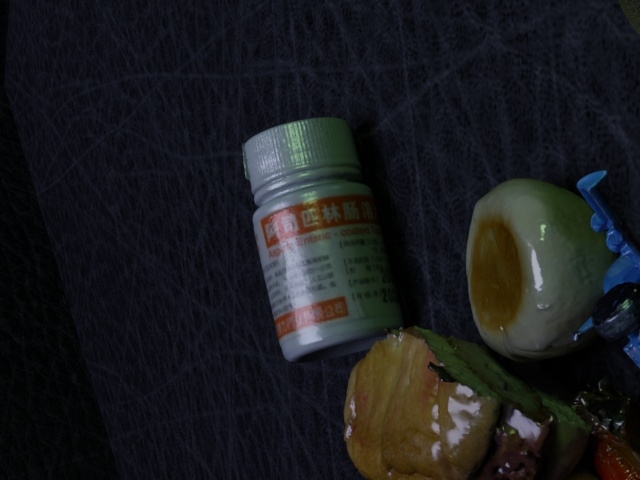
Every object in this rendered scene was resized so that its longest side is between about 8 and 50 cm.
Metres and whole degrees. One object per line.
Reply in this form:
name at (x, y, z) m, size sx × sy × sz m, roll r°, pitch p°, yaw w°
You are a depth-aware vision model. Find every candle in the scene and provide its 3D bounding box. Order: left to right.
candle at (0.254, 0.198, 1.014) m, size 0.048 × 0.053 × 0.162 m, roll 46°, pitch -170°, yaw -39°

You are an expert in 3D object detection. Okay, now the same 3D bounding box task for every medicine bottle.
medicine bottle at (0.000, 0.000, 1.406) m, size 0.144 × 0.144 × 0.252 m, roll 138°, pitch 122°, yaw -63°

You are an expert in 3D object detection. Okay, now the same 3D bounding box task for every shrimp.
shrimp at (0.234, 0.145, 0.916) m, size 0.043 × 0.184 × 0.091 m, roll -37°, pitch 38°, yaw 17°

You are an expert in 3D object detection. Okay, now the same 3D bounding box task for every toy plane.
toy plane at (0.242, 0.051, 0.865) m, size 0.254 × 0.105 × 0.271 m, roll 48°, pitch 177°, yaw -10°

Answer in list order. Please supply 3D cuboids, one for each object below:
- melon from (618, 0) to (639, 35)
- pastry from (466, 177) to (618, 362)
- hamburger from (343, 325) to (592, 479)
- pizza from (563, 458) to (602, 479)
melon at (0.238, -0.198, 0.840) m, size 0.099 × 0.099 × 0.162 m, roll 137°, pitch 124°, yaw -63°
pastry at (0.181, 0.024, 1.057) m, size 0.156 × 0.092 × 0.156 m, roll 25°, pitch 118°, yaw 60°
hamburger at (0.117, 0.166, 1.133) m, size 0.282 × 0.155 × 0.245 m, roll -105°, pitch 33°, yaw -58°
pizza at (0.233, 0.267, 1.073) m, size 0.175 × 0.046 × 0.134 m, roll -135°, pitch 43°, yaw -54°
